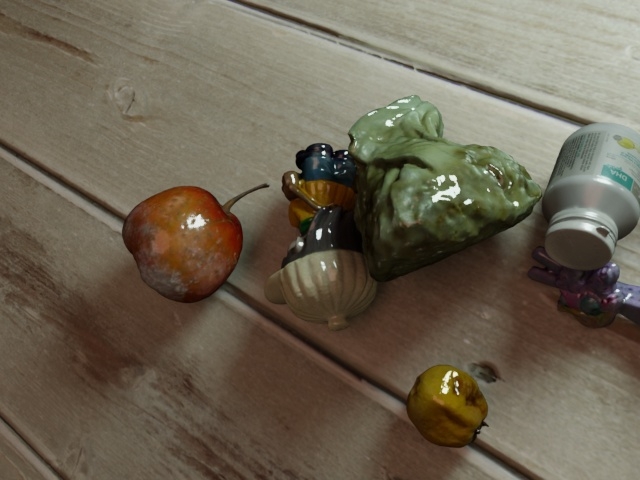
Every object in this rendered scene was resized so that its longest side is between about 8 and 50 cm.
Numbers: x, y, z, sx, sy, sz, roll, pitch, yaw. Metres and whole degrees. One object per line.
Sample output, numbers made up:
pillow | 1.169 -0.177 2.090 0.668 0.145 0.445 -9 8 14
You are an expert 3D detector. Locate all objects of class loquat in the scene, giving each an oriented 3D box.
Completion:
loquat | 0.211 0.276 0.943 0.137 0.113 0.138 0 83 1

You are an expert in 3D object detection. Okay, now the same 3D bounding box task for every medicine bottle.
medicine bottle | 0.410 -0.064 0.857 0.134 0.135 0.215 15 55 25

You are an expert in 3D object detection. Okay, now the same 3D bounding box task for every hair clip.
hair clip | 0.457 0.085 0.869 0.278 0.137 0.090 16 52 24

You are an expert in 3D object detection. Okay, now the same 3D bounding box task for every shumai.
shumai | 0.151 -0.107 0.919 0.291 0.329 0.289 -30 80 42

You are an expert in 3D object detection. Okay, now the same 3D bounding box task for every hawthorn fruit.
hawthorn fruit | -0.269 0.003 1.152 0.234 0.262 0.232 20 125 34

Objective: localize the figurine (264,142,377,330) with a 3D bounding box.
figurine | 0.016 -0.010 1.038 0.204 0.185 0.333 7 87 60
